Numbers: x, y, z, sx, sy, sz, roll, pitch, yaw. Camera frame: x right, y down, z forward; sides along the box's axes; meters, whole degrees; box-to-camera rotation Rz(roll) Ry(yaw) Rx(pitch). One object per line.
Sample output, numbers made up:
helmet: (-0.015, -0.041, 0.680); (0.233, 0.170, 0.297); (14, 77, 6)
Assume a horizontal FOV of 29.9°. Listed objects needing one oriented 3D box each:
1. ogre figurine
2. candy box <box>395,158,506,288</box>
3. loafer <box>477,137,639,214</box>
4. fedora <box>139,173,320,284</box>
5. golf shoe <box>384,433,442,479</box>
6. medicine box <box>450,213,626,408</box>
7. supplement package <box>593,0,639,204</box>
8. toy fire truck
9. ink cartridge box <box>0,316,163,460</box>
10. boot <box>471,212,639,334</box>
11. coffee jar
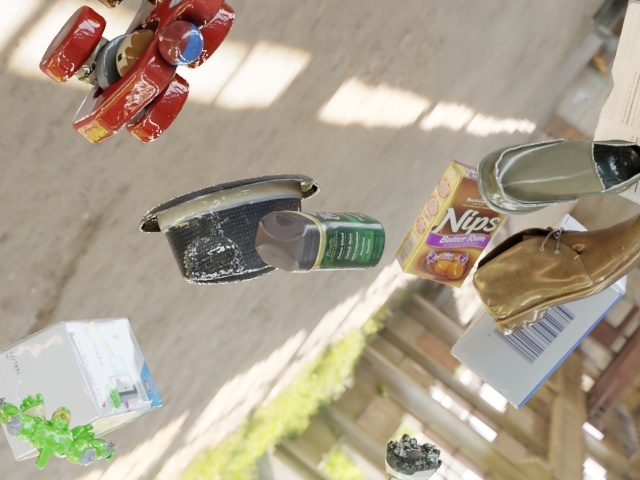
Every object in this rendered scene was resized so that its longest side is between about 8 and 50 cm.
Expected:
ogre figurine: (-0.411, 0.301, 1.848); (0.097, 0.197, 0.118); (-46, -169, -5)
candy box: (0.206, -0.023, 1.830); (0.187, 0.109, 0.053); (-62, -152, 24)
loafer: (0.313, -0.094, 1.519); (0.251, 0.094, 0.087); (-12, 172, -24)
fedora: (-0.150, -0.009, 2.151); (0.334, 0.153, 0.334); (-15, 172, -2)
golf shoe: (0.170, 0.445, 2.288); (0.273, 0.105, 0.120); (29, 84, -77)
medicine box: (0.376, 0.112, 2.023); (0.263, 0.149, 0.289); (-51, 172, 16)
supplement package: (0.515, -0.181, 1.661); (0.145, 0.204, 0.262); (-143, -118, -61)
toy fire truck: (-0.190, -0.263, 1.450); (0.254, 0.169, 0.302); (-15, -136, 58)
ink cartridge box: (-0.470, 0.275, 2.279); (0.197, 0.198, 0.270); (-27, 171, 15)
boot: (0.350, 0.022, 1.709); (0.305, 0.115, 0.112); (-32, -171, 29)
coffee jar: (0.000, 0.000, 1.654); (0.184, 0.096, 0.079); (-2, 106, -50)
